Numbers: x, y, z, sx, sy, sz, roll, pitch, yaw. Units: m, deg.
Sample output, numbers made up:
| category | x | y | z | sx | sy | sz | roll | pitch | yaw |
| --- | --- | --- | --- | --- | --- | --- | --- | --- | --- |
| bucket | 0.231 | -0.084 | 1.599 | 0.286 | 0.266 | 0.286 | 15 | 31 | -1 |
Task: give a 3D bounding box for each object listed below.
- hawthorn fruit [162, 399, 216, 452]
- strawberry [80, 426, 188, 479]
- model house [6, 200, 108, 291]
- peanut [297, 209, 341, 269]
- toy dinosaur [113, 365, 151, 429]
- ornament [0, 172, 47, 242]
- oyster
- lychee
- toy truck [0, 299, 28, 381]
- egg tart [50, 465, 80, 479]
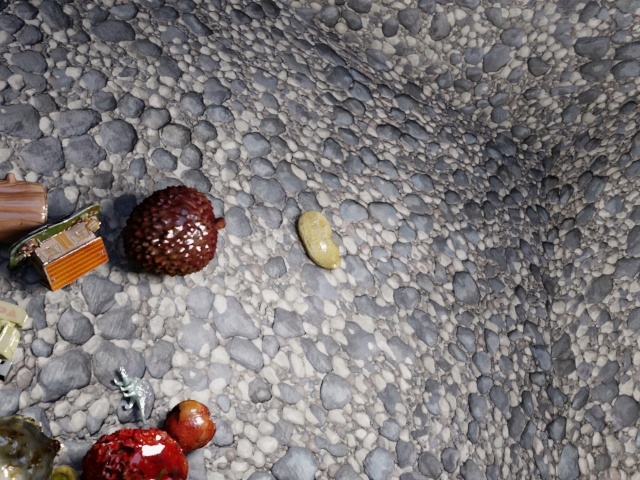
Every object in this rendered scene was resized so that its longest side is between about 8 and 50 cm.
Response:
| category | x | y | z | sx | sy | sz | roll | pitch | yaw |
| --- | --- | --- | --- | --- | --- | --- | --- | --- | --- |
| hawthorn fruit | -0.396 | 0.549 | 1.634 | 0.172 | 0.148 | 0.148 | -31 | 81 | -19 |
| strawberry | -0.501 | 0.599 | 1.493 | 0.274 | 0.273 | 0.220 | 3 | 24 | -29 |
| model house | -0.750 | 0.035 | 1.672 | 0.154 | 0.207 | 0.294 | 52 | 51 | 0 |
| peanut | 0.000 | 0.000 | 2.183 | 0.137 | 0.122 | 0.253 | -7 | 70 | -44 |
| toy dinosaur | -0.542 | 0.463 | 1.655 | 0.082 | 0.039 | 0.208 | -16 | 73 | -37 |
| ornament | -0.926 | -0.081 | 1.634 | 0.218 | 0.221 | 0.235 | 0 | 77 | -34 |
| oyster | -0.820 | 0.517 | 1.404 | 0.337 | 0.133 | 0.197 | 29 | 64 | -5 |
| lychee | -0.471 | -0.027 | 1.823 | 0.331 | 0.306 | 0.305 | -11 | 67 | -4 |
| toy truck | -0.984 | 0.227 | 1.441 | 0.406 | 0.181 | 0.253 | 26 | 56 | -16 |
| egg tart | -0.672 | 0.666 | 1.405 | 0.074 | 0.191 | 0.191 | 59 | 39 | -40 |
